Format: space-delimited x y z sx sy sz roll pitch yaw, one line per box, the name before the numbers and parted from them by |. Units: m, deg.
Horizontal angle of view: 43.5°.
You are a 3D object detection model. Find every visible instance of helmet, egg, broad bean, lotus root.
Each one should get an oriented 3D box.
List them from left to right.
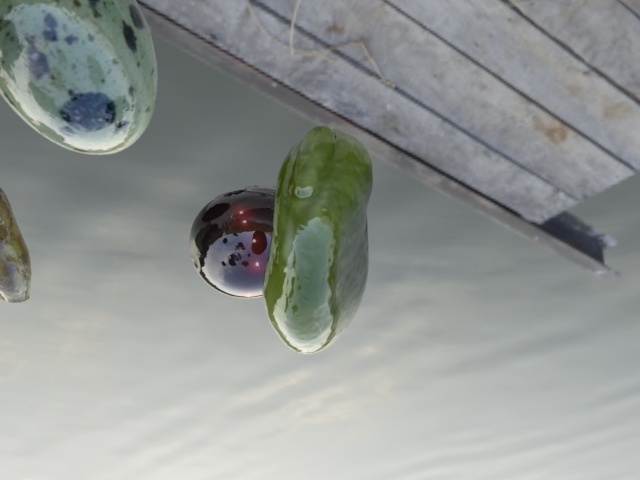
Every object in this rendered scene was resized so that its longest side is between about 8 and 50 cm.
lotus root | -0.540 -0.017 1.297 0.110 0.097 0.259 4 121 42
egg | -0.436 -0.329 1.407 0.287 0.287 0.379 -16 108 28
helmet | -0.123 0.005 1.390 0.215 0.193 0.189 -1 106 17
broad bean | 0.001 0.000 1.023 0.119 0.291 0.238 7 -171 11
